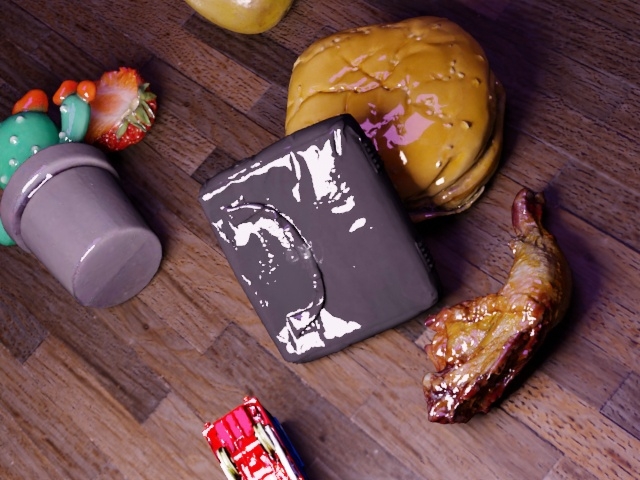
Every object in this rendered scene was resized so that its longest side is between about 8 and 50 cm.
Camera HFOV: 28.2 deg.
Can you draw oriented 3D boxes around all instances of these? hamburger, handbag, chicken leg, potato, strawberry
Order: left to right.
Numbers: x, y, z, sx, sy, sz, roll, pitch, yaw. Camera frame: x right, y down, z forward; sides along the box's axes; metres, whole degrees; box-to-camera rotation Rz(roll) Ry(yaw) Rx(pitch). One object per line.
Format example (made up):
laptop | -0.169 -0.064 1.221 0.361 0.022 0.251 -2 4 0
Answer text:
strawberry | -0.327 -0.199 2.001 0.187 0.082 0.146 20 67 43
potato | -0.109 -0.399 1.963 0.203 0.178 0.158 -32 66 -11
handbag | 0.000 0.000 1.600 0.244 0.275 0.088 -26 12 18
hamburger | 0.098 -0.157 1.691 0.318 0.158 0.319 -10 60 17
chicken leg | 0.216 0.081 1.530 0.322 0.083 0.177 -54 36 -7

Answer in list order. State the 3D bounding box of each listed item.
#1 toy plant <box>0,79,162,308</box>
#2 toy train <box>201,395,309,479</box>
toy plant | -0.398 -0.068 1.890 0.185 0.279 0.400 -14 46 -36
toy train | -0.056 0.291 1.518 0.082 0.131 0.204 -33 61 0
